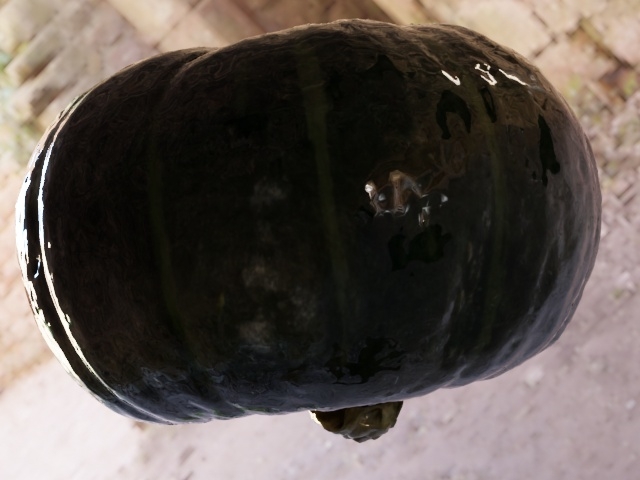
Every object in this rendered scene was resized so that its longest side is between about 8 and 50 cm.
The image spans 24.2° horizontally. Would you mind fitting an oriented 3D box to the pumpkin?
[{"bbox_3d":[0.000,0.000,0.765,0.300,0.207,0.300,-11,-2,0],"label":"pumpkin"}]
